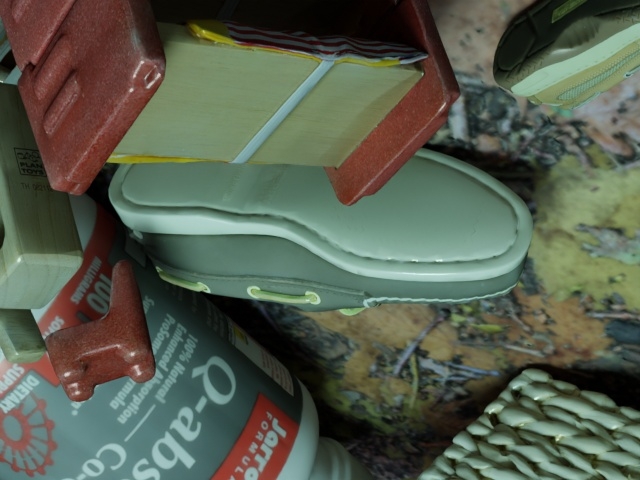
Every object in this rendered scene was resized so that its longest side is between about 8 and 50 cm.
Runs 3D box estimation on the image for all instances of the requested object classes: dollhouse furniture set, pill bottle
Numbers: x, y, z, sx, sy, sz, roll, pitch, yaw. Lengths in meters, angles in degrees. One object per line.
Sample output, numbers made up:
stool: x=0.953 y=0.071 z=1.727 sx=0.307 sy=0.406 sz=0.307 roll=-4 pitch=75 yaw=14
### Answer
dollhouse furniture set: x=-0.119 y=-0.042 z=0.802 sx=0.201 sy=0.152 sz=0.374 roll=2 pitch=146 yaw=-39
pill bottle: x=-0.133 y=0.145 z=1.073 sx=0.210 sy=0.210 sz=0.363 roll=-25 pitch=122 yaw=41

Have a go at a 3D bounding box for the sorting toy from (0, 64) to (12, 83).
sorting toy: x=-0.369 y=-0.131 z=1.011 sx=0.307 sy=0.041 sz=0.229 roll=27 pitch=145 yaw=-6

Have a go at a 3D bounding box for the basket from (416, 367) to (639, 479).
basket: x=0.224 y=0.311 z=0.980 sx=0.328 sy=0.266 sz=0.331 roll=19 pitch=149 yaw=46

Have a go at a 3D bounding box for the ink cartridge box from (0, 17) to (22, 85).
ink cartridge box: x=-0.224 y=-0.160 z=0.788 sx=0.066 sy=0.189 sz=0.232 roll=24 pitch=144 yaw=9

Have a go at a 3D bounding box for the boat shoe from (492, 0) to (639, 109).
boat shoe: x=0.182 y=-0.123 z=0.751 sx=0.072 sy=0.068 sz=0.190 roll=28 pitch=152 yaw=-26

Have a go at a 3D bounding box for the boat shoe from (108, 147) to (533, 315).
boat shoe: x=0.002 y=-0.003 z=0.929 sx=0.305 sy=0.109 sz=0.091 roll=8 pitch=139 yaw=25
